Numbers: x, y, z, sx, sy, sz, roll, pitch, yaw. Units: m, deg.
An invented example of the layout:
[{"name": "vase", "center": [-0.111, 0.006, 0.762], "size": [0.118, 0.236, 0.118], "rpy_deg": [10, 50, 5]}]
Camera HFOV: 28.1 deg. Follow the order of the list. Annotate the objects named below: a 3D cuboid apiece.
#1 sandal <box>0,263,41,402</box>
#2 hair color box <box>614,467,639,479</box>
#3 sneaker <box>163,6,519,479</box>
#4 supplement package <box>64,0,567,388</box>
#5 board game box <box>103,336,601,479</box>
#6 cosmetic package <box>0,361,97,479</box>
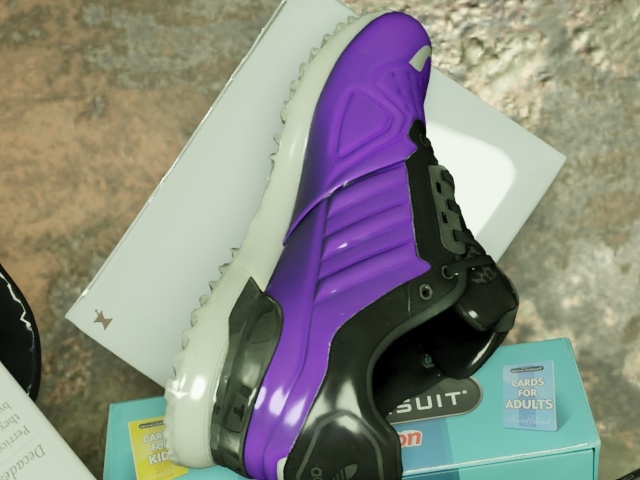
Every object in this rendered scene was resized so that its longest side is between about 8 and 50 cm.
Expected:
[{"name": "sandal", "center": [-0.277, 0.013, 0.908], "size": [0.097, 0.054, 0.254], "rpy_deg": [-22, 88, 3]}, {"name": "hair color box", "center": [0.278, 0.225, 0.876], "size": [0.093, 0.053, 0.167], "rpy_deg": [-28, 87, 3]}, {"name": "sneaker", "center": [0.038, 0.006, 0.672], "size": [0.146, 0.102, 0.293], "rpy_deg": [12, 59, 16]}, {"name": "supplement package", "center": [0.000, 0.000, 0.849], "size": [0.204, 0.145, 0.261], "rpy_deg": [35, 91, 3]}, {"name": "board game box", "center": [0.035, 0.213, 0.774], "size": [0.254, 0.079, 0.336], "rpy_deg": [-8, 133, 2]}, {"name": "cosmetic package", "center": [-0.190, 0.186, 0.636], "size": [0.365, 0.197, 0.155], "rpy_deg": [51, 55, -3]}]
